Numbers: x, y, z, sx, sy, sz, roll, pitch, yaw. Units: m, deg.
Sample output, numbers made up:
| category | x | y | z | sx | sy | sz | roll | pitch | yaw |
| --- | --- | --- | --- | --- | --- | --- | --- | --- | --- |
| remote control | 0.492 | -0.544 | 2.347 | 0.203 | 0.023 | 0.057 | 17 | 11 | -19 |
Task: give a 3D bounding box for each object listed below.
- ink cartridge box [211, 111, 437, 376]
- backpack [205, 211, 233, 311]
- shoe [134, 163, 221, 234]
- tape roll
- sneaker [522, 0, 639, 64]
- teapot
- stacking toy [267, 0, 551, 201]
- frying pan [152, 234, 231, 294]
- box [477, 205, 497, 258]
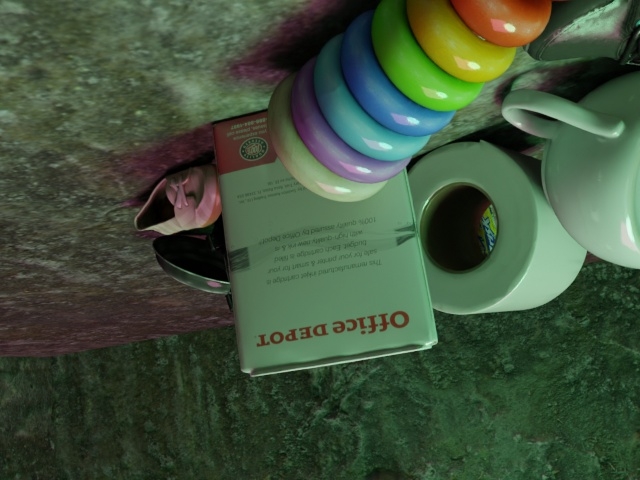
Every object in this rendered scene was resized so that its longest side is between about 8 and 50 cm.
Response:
| category | x | y | z | sx | sy | sz | roll | pitch | yaw |
| --- | --- | --- | --- | --- | --- | --- | --- | --- | --- |
| ink cartridge box | 0.005 | -0.004 | 0.689 | 0.207 | 0.283 | 0.117 | -11 | 167 | 9 |
| backpack | 0.000 | 0.000 | 0.859 | 0.253 | 0.225 | 0.191 | -29 | 162 | 31 |
| shoe | -0.194 | -0.048 | 0.836 | 0.058 | 0.077 | 0.219 | -6 | 170 | -36 |
| tape roll | 0.247 | -0.014 | 0.915 | 0.246 | 0.246 | 0.169 | -20 | 163 | 42 |
| sneaker | 0.308 | -0.186 | 0.508 | 0.267 | 0.106 | 0.101 | -11 | 169 | 15 |
| teapot | 0.364 | -0.095 | 0.759 | 0.252 | 0.256 | 0.187 | -25 | -155 | -22 |
| stacking toy | 0.092 | -0.157 | 0.476 | 0.141 | 0.141 | 0.330 | 0 | 158 | -35 |
| frying pan | -0.144 | 0.067 | 1.065 | 0.326 | 0.053 | 0.197 | 24 | -166 | 13 |
| box | 0.268 | -0.023 | 1.061 | 0.054 | 0.169 | 0.059 | -18 | 165 | 39 |
